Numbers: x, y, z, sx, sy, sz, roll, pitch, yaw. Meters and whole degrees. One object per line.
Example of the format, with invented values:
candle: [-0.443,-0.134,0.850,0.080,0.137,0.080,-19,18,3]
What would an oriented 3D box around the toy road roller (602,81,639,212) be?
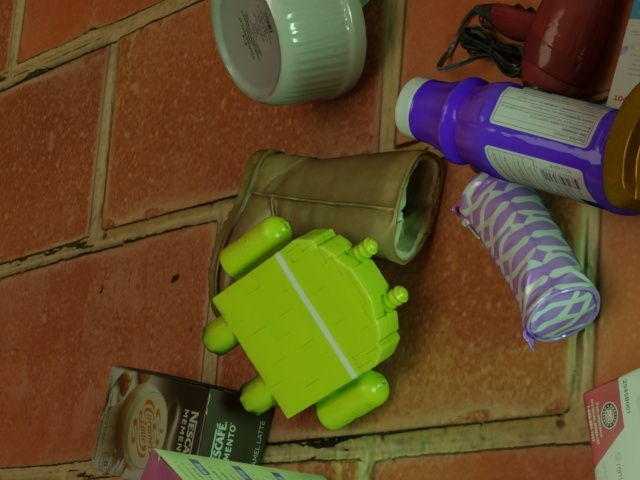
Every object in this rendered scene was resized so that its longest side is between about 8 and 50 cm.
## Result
toy road roller: [0.364,-0.140,1.551,0.240,0.202,0.330,-26,59,59]

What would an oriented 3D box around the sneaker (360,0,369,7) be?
sneaker: [0.050,-0.387,2.173,0.121,0.079,0.217,-94,22,-58]

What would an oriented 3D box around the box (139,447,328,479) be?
box: [-0.058,0.338,1.900,0.213,0.243,0.117,36,107,52]

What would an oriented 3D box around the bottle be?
bottle: [0.203,-0.104,1.760,0.282,0.118,0.092,19,80,38]

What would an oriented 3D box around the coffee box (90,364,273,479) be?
coffee box: [-0.177,0.243,2.216,0.246,0.098,0.141,4,81,54]

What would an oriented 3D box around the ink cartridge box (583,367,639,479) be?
ink cartridge box: [0.346,0.177,1.548,0.218,0.092,0.159,-30,55,42]

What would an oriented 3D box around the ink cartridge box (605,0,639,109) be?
ink cartridge box: [0.337,-0.173,1.716,0.088,0.052,0.122,16,89,55]

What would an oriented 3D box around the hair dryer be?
hair dryer: [0.218,-0.227,1.871,0.293,0.080,0.224,-44,46,35]

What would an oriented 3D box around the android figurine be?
android figurine: [-0.015,0.091,1.994,0.273,0.056,0.248,-37,85,37]

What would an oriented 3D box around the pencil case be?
pencil case: [0.207,0.011,1.793,0.088,0.086,0.206,-29,46,3]

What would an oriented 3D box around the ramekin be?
ramekin: [-0.046,-0.261,2.140,0.207,0.109,0.207,38,137,46]

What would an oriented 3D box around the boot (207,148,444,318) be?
boot: [0.000,0.000,2.044,0.269,0.089,0.236,7,82,45]
